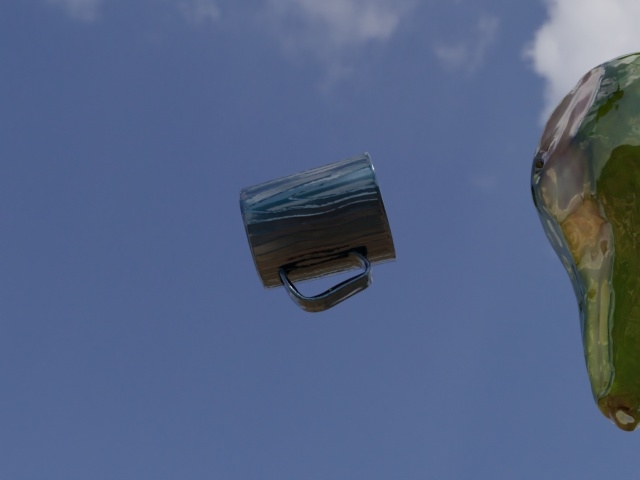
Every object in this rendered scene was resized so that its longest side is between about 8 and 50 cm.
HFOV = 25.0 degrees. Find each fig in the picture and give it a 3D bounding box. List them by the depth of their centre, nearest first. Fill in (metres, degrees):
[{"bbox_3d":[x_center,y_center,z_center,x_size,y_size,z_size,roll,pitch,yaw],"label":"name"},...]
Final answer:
[{"bbox_3d":[0.241,0.011,1.007,0.206,0.275,0.206,13,-22,5],"label":"fig"}]

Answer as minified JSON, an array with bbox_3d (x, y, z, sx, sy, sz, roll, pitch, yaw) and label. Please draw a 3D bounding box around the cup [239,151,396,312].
[{"bbox_3d":[-0.003,-0.010,1.437,0.138,0.150,0.113,-15,-67,0],"label":"cup"}]
